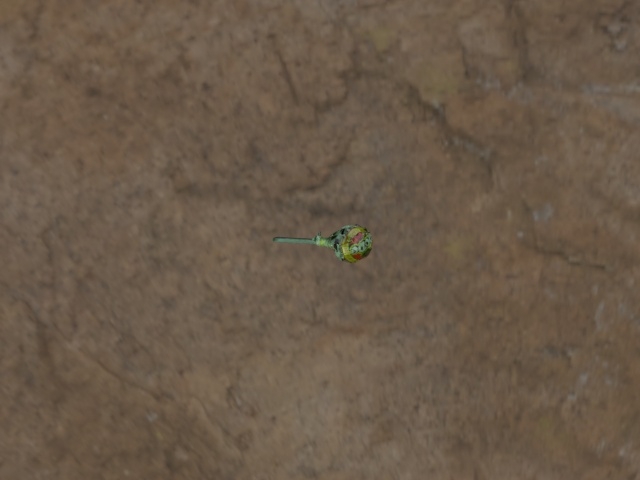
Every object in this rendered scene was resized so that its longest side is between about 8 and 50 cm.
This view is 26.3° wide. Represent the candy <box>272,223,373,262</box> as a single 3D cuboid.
[{"bbox_3d":[0.000,0.000,0.854,0.083,0.023,0.025,4,73,49],"label":"candy"}]
